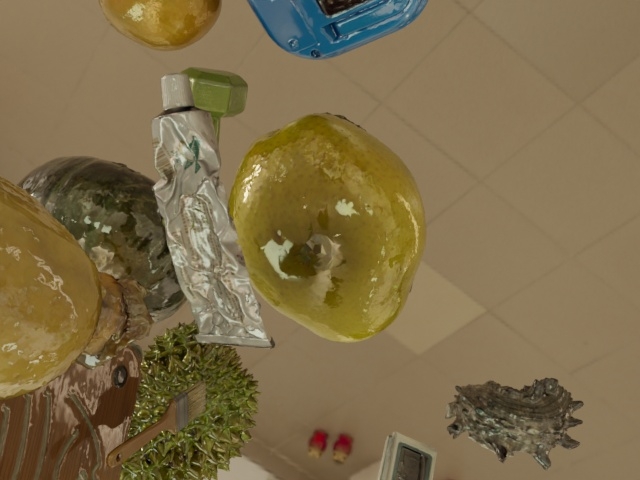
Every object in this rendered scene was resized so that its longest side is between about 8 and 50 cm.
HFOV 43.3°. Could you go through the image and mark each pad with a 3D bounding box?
[{"bbox_3d":[-0.270,0.207,0.755,0.018,0.286,0.284,1,160,22],"label":"pad"}]

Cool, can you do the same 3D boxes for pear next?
[{"bbox_3d":[0.000,0.000,1.311,0.340,0.191,0.386,-21,103,17],"label":"pear"}]

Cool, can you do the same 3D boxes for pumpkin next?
[{"bbox_3d":[-0.494,0.015,1.820,0.455,0.344,0.454,21,154,11],"label":"pumpkin"}]

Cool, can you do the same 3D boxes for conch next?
[{"bbox_3d":[0.411,0.390,1.730,0.313,0.186,0.240,-2,173,-7],"label":"conch"}]

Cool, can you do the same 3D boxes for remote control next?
[{"bbox_3d":[0.159,0.524,1.587,0.103,0.277,0.055,26,142,-11],"label":"remote control"}]

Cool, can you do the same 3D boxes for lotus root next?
[{"bbox_3d":[-0.224,0.015,0.443,0.146,0.131,0.303,38,179,38],"label":"lotus root"}]

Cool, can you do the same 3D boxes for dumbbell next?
[{"bbox_3d":[-0.205,-0.148,1.417,0.121,0.108,0.301,31,118,47],"label":"dumbbell"}]

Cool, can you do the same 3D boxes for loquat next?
[{"bbox_3d":[-0.260,-0.413,1.323,0.208,0.208,0.208,12,134,13],"label":"loquat"}]

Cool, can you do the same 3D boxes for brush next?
[{"bbox_3d":[-0.174,0.201,0.873,0.014,0.170,0.043,9,107,25],"label":"brush"}]

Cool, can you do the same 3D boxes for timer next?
[{"bbox_3d":[0.003,-0.465,1.293,0.309,0.115,0.340,-17,122,25],"label":"timer"}]

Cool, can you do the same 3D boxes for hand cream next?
[{"bbox_3d":[-0.103,-0.020,0.714,0.084,0.050,0.256,-3,105,22],"label":"hand cream"}]

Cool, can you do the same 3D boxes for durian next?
[{"bbox_3d":[-0.192,0.236,1.060,0.237,0.176,0.200,-41,128,7],"label":"durian"}]
